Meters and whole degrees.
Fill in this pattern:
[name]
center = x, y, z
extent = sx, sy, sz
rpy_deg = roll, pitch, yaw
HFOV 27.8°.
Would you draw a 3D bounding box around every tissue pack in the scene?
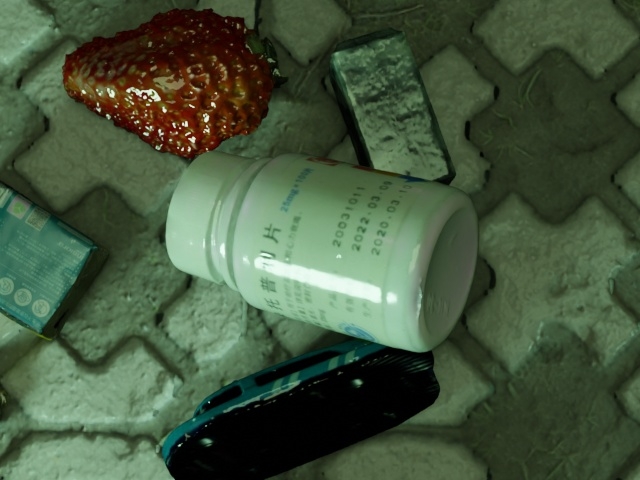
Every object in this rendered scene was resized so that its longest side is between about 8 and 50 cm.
[tissue pack]
center = -0.328, 0.014, 1.378
extent = 0.169, 0.082, 0.120
rpy_deg = 32, 83, 3

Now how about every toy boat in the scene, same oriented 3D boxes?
[toy boat]
center = -0.028, 0.162, 1.362
extent = 0.299, 0.134, 0.092
rpy_deg = -20, 52, -5

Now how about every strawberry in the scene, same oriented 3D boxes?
[strawberry]
center = -0.159, -0.177, 1.398
extent = 0.236, 0.107, 0.175
rpy_deg = -20, 83, -4

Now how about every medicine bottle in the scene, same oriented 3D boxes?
[medicine bottle]
center = 0.000, 0.000, 1.309
extent = 0.293, 0.170, 0.170
rpy_deg = 15, 81, 25

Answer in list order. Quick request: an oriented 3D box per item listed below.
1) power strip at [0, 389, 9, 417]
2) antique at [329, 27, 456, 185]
[power strip]
center = -0.477, 0.212, 1.355
extent = 0.305, 0.044, 0.064
rpy_deg = -18, 84, -8
[antique]
center = 0.073, -0.134, 1.407
extent = 0.086, 0.088, 0.183
rpy_deg = -18, 83, -5
